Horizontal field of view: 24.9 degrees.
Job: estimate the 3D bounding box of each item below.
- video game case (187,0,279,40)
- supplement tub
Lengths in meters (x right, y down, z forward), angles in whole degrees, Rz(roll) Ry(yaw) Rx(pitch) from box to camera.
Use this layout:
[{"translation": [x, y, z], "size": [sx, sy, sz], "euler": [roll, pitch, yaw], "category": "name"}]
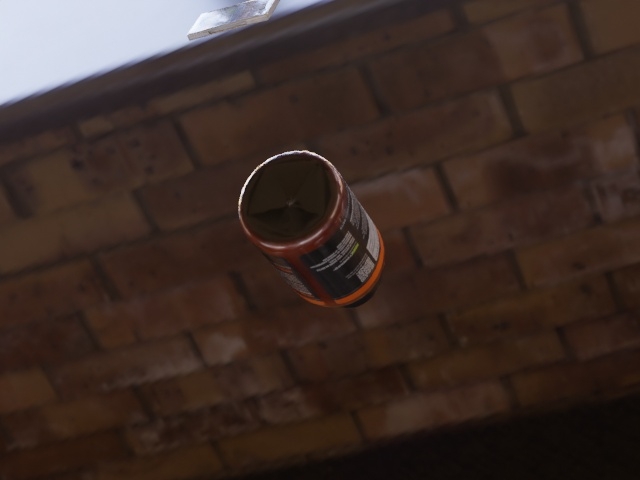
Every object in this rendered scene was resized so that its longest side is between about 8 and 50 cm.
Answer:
[{"translation": [-0.121, -0.315, 2.039], "size": [0.122, 0.011, 0.087], "euler": [-12, 26, 18], "category": "video game case"}, {"translation": [0.000, 0.000, 1.405], "size": [0.106, 0.198, 0.106], "euler": [-8, 64, 16], "category": "supplement tub"}]
